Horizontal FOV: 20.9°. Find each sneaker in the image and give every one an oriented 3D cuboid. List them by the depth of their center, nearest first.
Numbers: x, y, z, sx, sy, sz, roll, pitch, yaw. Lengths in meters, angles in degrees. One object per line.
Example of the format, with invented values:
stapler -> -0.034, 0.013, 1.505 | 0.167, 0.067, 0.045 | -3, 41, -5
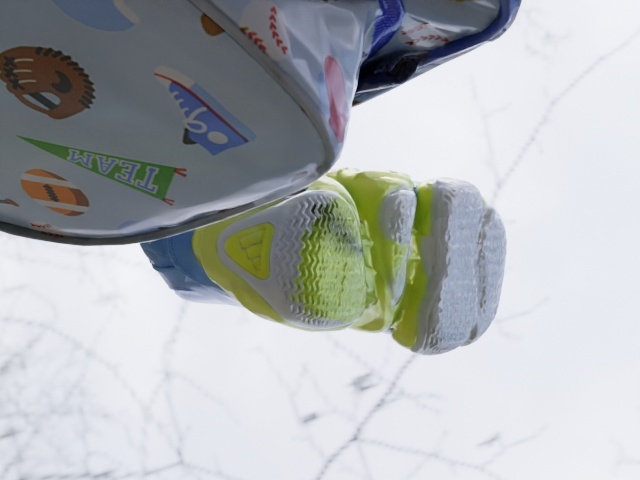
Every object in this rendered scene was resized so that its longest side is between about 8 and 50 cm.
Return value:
sneaker -> 0.000, 0.000, 0.868 | 0.126, 0.240, 0.091 | 11, -92, 31

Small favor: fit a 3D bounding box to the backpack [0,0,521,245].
backpack -> -0.078, -0.120, 0.556 | 0.276, 0.213, 0.263 | 42, -28, -19
